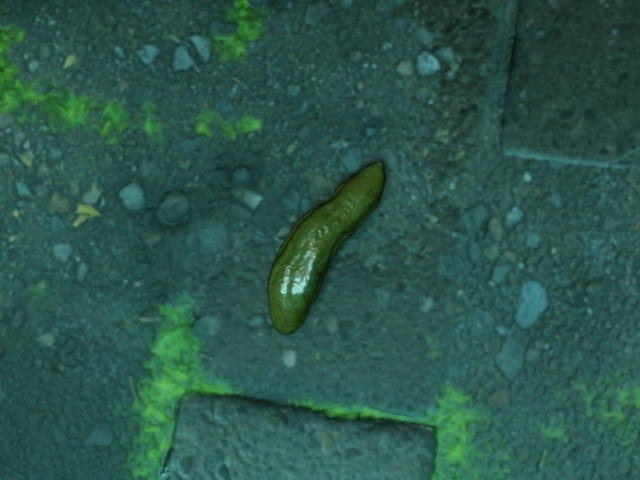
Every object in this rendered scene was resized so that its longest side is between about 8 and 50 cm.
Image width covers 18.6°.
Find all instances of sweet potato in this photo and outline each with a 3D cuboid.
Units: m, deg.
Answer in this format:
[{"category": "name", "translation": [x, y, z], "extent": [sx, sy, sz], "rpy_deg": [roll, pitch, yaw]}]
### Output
[{"category": "sweet potato", "translation": [0.000, -0.001, 1.772], "extent": [0.054, 0.053, 0.182], "rpy_deg": [32, 82, 16]}]
